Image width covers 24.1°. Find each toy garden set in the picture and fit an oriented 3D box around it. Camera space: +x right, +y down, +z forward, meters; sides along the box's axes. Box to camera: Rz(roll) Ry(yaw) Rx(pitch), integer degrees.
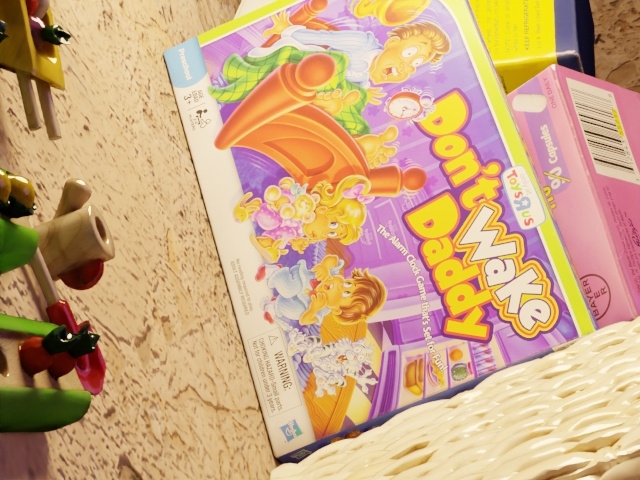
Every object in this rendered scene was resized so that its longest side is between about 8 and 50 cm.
[{"bbox_3d":[-0.127,-0.045,0.613,0.204,0.049,0.244,35,35,-78],"label":"toy garden set"}]

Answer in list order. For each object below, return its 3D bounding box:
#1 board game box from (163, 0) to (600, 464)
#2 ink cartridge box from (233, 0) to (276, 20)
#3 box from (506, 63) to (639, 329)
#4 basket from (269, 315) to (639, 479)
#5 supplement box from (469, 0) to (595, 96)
[{"bbox_3d":[0.040,-0.031,1.098,0.078,0.233,0.347,48,22,-61],"label":"board game box"},{"bbox_3d":[0.047,-0.152,1.619,0.114,0.198,0.272,-78,149,-56],"label":"ink cartridge box"},{"bbox_3d":[0.156,0.020,1.179,0.117,0.243,0.213,10,57,-42],"label":"box"},{"bbox_3d":[0.149,0.220,0.833,0.328,0.331,0.266,-48,115,-83],"label":"basket"},{"bbox_3d":[0.141,-0.217,1.786,0.195,0.357,0.194,62,27,-55],"label":"supplement box"}]
